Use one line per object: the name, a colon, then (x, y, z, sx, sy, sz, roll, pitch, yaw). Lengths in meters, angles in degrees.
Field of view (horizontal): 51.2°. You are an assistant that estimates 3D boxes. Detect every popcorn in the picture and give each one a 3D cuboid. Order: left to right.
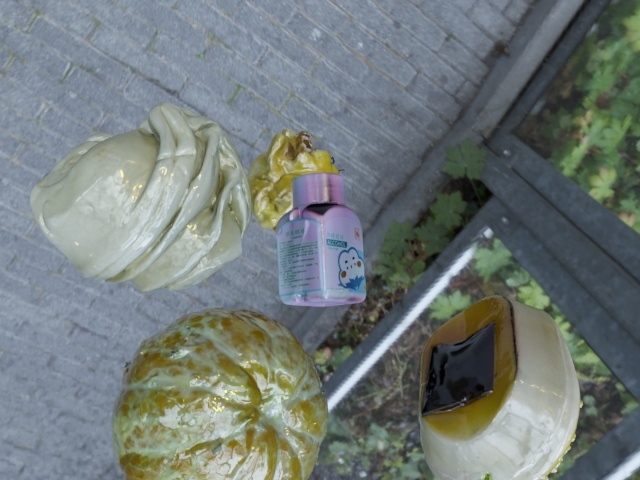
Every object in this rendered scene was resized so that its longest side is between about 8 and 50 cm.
popcorn: (-0.070, -0.115, 1.458, 0.191, 0.190, 0.253, 23, 70, -36)

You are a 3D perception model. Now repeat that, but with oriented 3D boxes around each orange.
orange: (-0.137, 0.258, 0.976, 0.329, 0.329, 0.249, 39, 146, -25)

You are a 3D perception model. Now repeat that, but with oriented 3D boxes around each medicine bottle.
medicine bottle: (0.000, 0.000, 0.989, 0.094, 0.188, 0.119, -10, 168, 35)

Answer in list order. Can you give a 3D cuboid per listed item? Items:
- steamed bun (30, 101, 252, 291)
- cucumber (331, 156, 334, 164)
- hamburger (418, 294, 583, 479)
steamed bun: (-0.219, -0.049, 0.944, 0.276, 0.203, 0.289, -59, 152, 4)
cucumber: (-0.039, -0.119, 1.580, 0.046, 0.070, 0.220, 7, 122, -37)
hamburger: (0.174, 0.153, 0.676, 0.173, 0.210, 0.116, -37, 109, 27)
